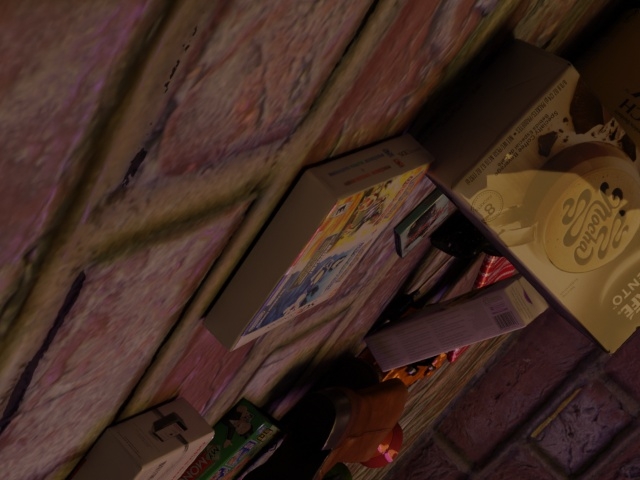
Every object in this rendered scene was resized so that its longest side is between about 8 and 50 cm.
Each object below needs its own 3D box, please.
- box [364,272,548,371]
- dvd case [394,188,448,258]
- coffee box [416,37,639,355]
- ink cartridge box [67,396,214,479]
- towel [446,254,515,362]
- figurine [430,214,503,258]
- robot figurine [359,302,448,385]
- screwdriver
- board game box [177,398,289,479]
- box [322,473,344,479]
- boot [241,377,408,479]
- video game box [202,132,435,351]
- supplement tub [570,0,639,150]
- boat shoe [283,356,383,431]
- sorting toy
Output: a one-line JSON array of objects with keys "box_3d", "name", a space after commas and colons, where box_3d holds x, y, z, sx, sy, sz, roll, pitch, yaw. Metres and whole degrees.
[{"box_3d": [0.193, 0.123, 1.695, 0.063, 0.067, 0.324, -32, -177, -39], "name": "box"}, {"box_3d": [0.129, -0.023, 1.450, 0.087, 0.013, 0.119, -43, 167, -8], "name": "dvd case"}, {"box_3d": [0.253, -0.040, 1.190, 0.168, 0.297, 0.119, -47, -150, 3], "name": "coffee box"}, {"box_3d": [-0.185, 0.225, 1.175, 0.099, 0.056, 0.135, -51, 164, 22], "name": "ink cartridge box"}, {"box_3d": [0.298, 0.062, 1.948, 0.199, 0.031, 0.274, -31, 143, -57], "name": "towel"}, {"box_3d": [0.290, 0.002, 1.620, 0.209, 0.215, 0.092, -15, 113, -55], "name": "figurine"}, {"box_3d": [0.170, 0.182, 1.994, 0.211, 0.085, 0.291, -47, 165, 8], "name": "robot figurine"}, {"box_3d": [0.162, 0.072, 1.787, 0.170, 0.025, 0.024, -37, 164, -27], "name": "screwdriver"}, {"box_3d": [-0.142, 0.325, 1.600, 0.213, 0.046, 0.317, -45, 166, -5], "name": "board game box"}, {"box_3d": [-0.059, 0.583, 1.885, 0.296, 0.294, 0.183, -27, 175, 30], "name": "box"}, {"box_3d": [0.001, 0.317, 1.674, 0.280, 0.096, 0.264, 8, 107, -66], "name": "boot"}, {"box_3d": [0.000, 0.000, 1.090, 0.187, 0.048, 0.205, -29, 159, -55], "name": "video game box"}, {"box_3d": [0.376, -0.118, 1.415, 0.331, 0.241, 0.241, -45, 166, -3], "name": "supplement tub"}, {"box_3d": [-0.011, 0.318, 1.810, 0.307, 0.111, 0.104, -45, 165, -1], "name": "boat shoe"}, {"box_3d": [0.003, 0.482, 2.397, 0.365, 0.127, 0.126, -43, 137, 1], "name": "sorting toy"}]
